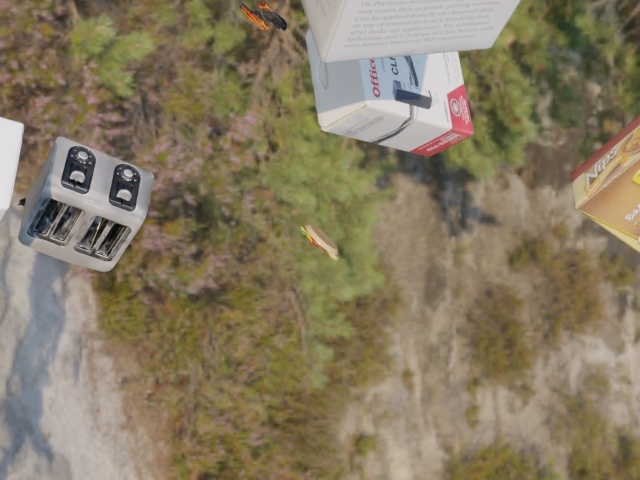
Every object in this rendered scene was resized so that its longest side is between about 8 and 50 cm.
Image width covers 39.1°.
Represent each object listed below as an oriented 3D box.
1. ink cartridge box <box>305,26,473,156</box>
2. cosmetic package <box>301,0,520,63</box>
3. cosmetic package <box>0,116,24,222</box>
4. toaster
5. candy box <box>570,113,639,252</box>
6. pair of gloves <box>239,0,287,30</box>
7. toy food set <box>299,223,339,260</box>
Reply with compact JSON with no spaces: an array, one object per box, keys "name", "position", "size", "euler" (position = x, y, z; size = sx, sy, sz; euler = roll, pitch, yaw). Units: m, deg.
[{"name":"ink cartridge box","position":[0.121,-0.272,1.551],"size":[0.273,0.114,0.197],"euler":[6,68,-41]},{"name":"cosmetic package","position":[0.133,-0.383,0.897],"size":[0.453,0.230,0.161],"euler":[118,-41,-60]},{"name":"cosmetic package","position":[-0.526,-0.072,1.151],"size":[0.224,0.225,0.138],"euler":[15,56,-26]},{"name":"toaster","position":[-0.381,-0.052,1.439],"size":[0.168,0.185,0.110],"euler":[23,40,-24]},{"name":"candy box","position":[0.510,-0.041,1.188],"size":[0.316,0.183,0.087],"euler":[31,38,-18]},{"name":"pair of gloves","position":[-0.098,-0.387,1.552],"size":[0.074,0.083,0.010],"euler":[39,72,-45]},{"name":"toy food set","position":[0.000,0.000,1.675],"size":[0.083,0.020,0.082],"euler":[27,20,-52]}]
